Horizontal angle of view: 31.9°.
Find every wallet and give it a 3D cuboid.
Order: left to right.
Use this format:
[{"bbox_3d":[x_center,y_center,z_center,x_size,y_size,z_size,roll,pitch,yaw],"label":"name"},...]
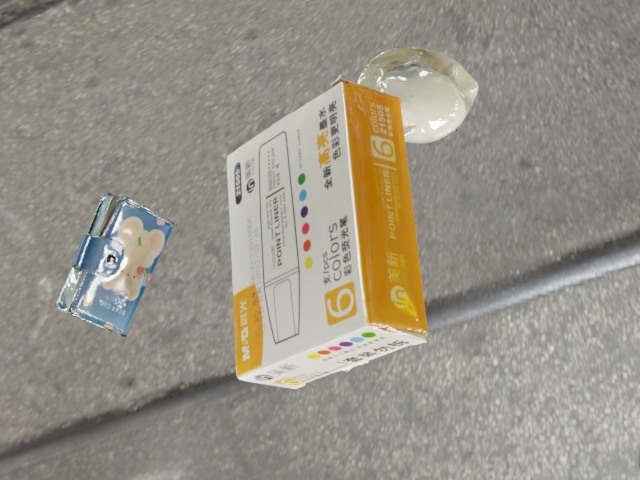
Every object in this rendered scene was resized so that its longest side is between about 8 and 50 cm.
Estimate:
[{"bbox_3d":[-0.317,0.035,1.736,0.059,0.141,0.202,18,82,42],"label":"wallet"}]

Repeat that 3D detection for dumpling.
[{"bbox_3d":[0.139,-0.211,1.623,0.176,0.092,0.150,-19,110,10],"label":"dumpling"}]

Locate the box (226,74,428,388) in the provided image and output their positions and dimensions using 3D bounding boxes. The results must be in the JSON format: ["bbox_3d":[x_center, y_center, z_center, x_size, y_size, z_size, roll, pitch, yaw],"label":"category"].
[{"bbox_3d":[0.000,0.000,1.173,0.091,0.274,0.221,12,151,-38],"label":"box"}]
